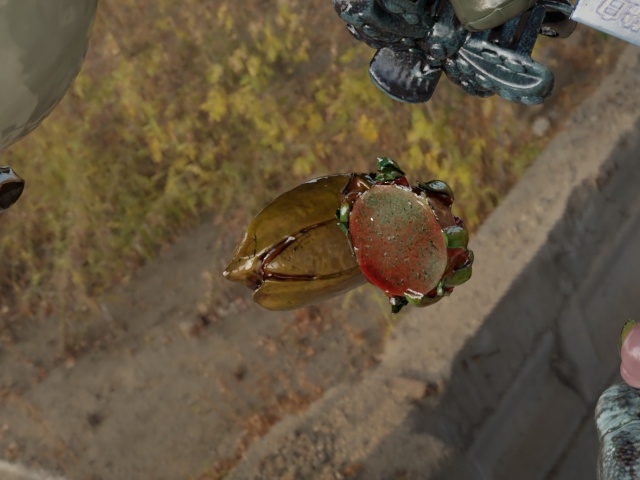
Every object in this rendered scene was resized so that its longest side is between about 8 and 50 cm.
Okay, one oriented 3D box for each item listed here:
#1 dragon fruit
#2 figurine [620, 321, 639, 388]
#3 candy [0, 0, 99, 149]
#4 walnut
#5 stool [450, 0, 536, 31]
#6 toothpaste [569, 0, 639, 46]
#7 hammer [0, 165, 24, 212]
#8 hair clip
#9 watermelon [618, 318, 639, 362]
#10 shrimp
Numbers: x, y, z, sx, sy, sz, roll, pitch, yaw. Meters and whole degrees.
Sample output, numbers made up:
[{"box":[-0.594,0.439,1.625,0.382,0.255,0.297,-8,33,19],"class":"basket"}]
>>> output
[{"box":[0.090,0.002,1.180,0.138,0.175,0.142,34,101,28],"class":"dragon fruit"},{"box":[0.325,0.105,1.120,0.071,0.083,0.067,12,18,-10],"class":"figurine"},{"box":[-0.234,-0.130,0.541,0.295,0.185,0.295,-4,63,8],"class":"candy"},{"box":[0.000,0.000,1.295,0.245,0.137,0.137,-25,25,-21],"class":"walnut"},{"box":[0.158,-0.263,1.122,0.096,0.110,0.096,-30,12,7],"class":"stool"},{"box":[0.354,-0.171,1.011,0.272,0.066,0.053,24,22,7],"class":"toothpaste"},{"box":[-0.469,-0.003,1.345,0.409,0.095,0.242,-26,12,40],"class":"hammer"},{"box":[0.158,-0.277,1.484,0.194,0.310,0.206,-66,14,-6],"class":"hair clip"},{"box":[0.526,0.200,1.823,0.181,0.075,0.092,38,98,29],"class":"watermelon"},{"box":[0.410,0.301,1.388,0.137,0.172,0.372,8,41,-13],"class":"shrimp"}]
